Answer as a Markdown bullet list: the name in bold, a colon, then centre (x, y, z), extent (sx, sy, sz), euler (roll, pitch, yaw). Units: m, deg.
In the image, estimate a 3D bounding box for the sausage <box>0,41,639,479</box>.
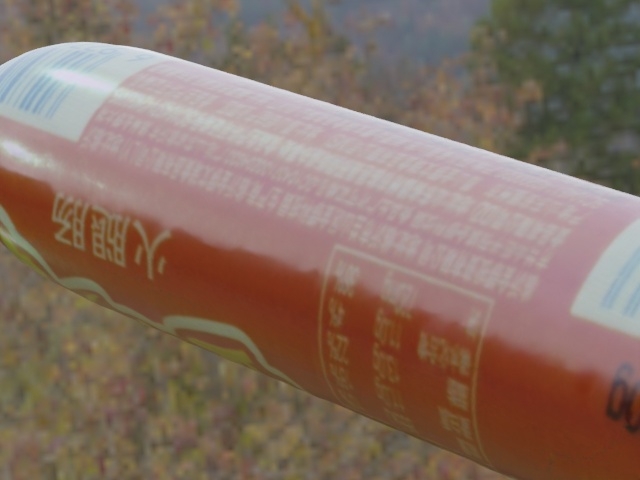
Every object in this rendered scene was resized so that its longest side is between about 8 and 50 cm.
- **sausage**: centre (0.000, 0.000, 0.478), extent (0.264, 0.083, 0.083), euler (20, 18, 36)
